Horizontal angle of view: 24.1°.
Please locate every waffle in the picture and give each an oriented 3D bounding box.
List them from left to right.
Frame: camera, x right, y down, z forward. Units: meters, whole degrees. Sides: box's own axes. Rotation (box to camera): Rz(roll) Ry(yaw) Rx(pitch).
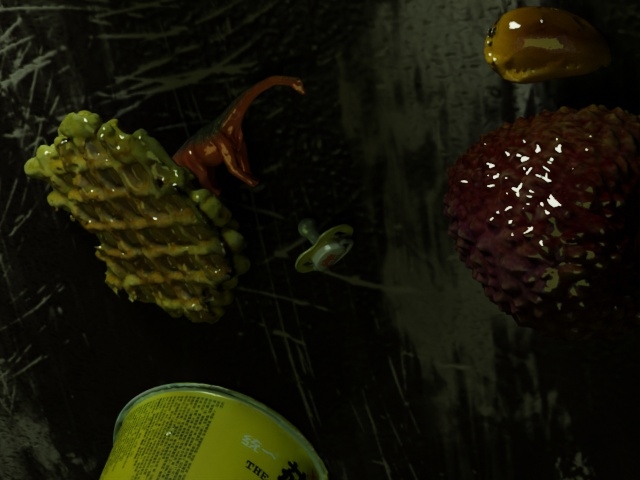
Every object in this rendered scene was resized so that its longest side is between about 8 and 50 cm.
[{"bbox_3d":[-0.211,-0.021,1.771,0.301,0.058,0.281,44,143,-5],"label":"waffle"}]

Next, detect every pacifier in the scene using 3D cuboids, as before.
[{"bbox_3d":[0.000,0.000,1.745,0.083,0.068,0.064,-44,67,21],"label":"pacifier"}]

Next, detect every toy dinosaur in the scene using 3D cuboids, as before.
[{"bbox_3d":[-0.105,-0.104,1.700,0.279,0.055,0.101,-25,107,33],"label":"toy dinosaur"}]

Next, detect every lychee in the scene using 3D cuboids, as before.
[{"bbox_3d":[0.243,-0.024,1.518,0.271,0.271,0.271,11,128,14],"label":"lychee"}]

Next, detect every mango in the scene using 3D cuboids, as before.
[{"bbox_3d":[0.228,-0.196,1.498,0.127,0.063,0.077,4,121,13],"label":"mango"}]

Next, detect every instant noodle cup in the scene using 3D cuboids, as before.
[{"bbox_3d":[-0.172,0.385,1.956,0.325,0.254,0.326,10,127,14],"label":"instant noodle cup"}]
